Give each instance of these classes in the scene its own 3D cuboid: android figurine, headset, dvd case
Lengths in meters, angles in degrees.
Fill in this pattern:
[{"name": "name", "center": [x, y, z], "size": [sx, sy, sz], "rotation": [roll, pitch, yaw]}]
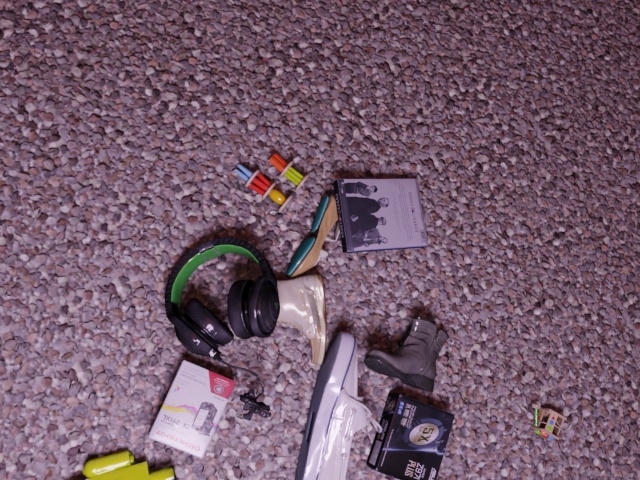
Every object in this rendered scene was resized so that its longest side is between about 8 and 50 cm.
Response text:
[{"name": "android figurine", "center": [-0.416, 0.545, 1.212], "size": [0.273, 0.056, 0.248], "rotation": [-10, 46, -16]}, {"name": "headset", "center": [-0.188, 0.181, 1.312], "size": [0.244, 0.185, 0.394], "rotation": [-23, 56, 4]}, {"name": "dvd case", "center": [0.150, -0.064, 1.497], "size": [0.239, 0.030, 0.179], "rotation": [-3, 81, -29]}]

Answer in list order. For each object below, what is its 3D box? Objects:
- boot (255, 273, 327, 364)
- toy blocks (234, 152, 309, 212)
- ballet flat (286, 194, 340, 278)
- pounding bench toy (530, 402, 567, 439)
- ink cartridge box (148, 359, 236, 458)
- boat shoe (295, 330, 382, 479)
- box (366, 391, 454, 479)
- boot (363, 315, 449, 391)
[{"name": "boot", "center": [-0.070, 0.186, 1.403], "size": [0.165, 0.077, 0.213], "rotation": [-4, 97, -5]}, {"name": "toy blocks", "center": [-0.119, -0.158, 1.465], "size": [0.148, 0.054, 0.123], "rotation": [38, 75, -4]}, {"name": "ballet flat", "center": [0.000, 0.000, 1.455], "size": [0.073, 0.080, 0.232], "rotation": [31, 75, -18]}, {"name": "pounding bench toy", "center": [0.553, 0.451, 1.517], "size": [0.083, 0.052, 0.065], "rotation": [30, 75, -7]}, {"name": "ink cartridge box", "center": [-0.278, 0.364, 1.323], "size": [0.128, 0.072, 0.175], "rotation": [25, 75, -9]}, {"name": "boat shoe", "center": [0.061, 0.395, 1.367], "size": [0.157, 0.136, 0.366], "rotation": [15, 79, -10]}, {"name": "box", "center": [0.209, 0.465, 1.419], "size": [0.148, 0.077, 0.180], "rotation": [23, 75, -9]}, {"name": "boot", "center": [0.202, 0.247, 1.426], "size": [0.247, 0.084, 0.161], "rotation": [31, 70, -41]}]
